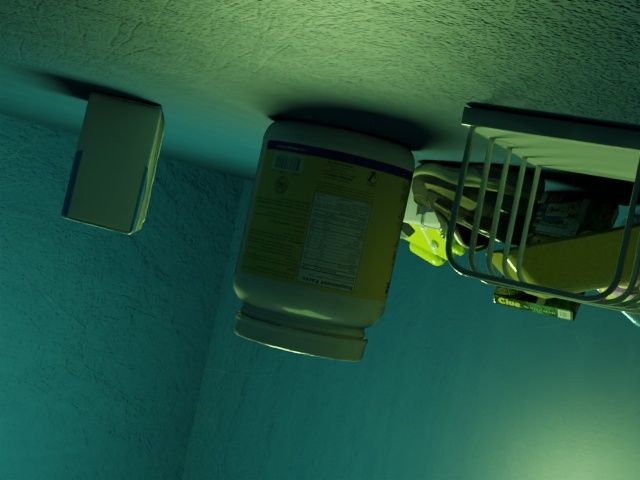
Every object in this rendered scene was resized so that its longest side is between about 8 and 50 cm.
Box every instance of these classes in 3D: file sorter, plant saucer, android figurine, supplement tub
[{"bbox_3d":[0.271,-0.023,1.162,0.192,0.173,0.277,12,180,27],"label":"file sorter"},{"bbox_3d":[0.427,0.024,1.619,0.332,0.081,0.333,-10,178,5],"label":"plant saucer"},{"bbox_3d":[0.203,-0.045,2.294,0.272,0.056,0.248,32,160,46],"label":"android figurine"},{"bbox_3d":[0.000,0.000,1.658,0.240,0.332,0.241,12,-179,0],"label":"supplement tub"}]

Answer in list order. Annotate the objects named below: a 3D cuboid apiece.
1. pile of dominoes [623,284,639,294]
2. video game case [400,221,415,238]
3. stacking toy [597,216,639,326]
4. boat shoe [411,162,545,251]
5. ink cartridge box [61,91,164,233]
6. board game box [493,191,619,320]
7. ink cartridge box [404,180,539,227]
[{"bbox_3d":[0.624,0.031,1.712,0.195,0.040,0.251,-2,162,-34],"label":"pile of dominoes"},{"bbox_3d":[0.101,-0.079,2.272,0.196,0.026,0.274,47,174,-3],"label":"video game case"},{"bbox_3d":[0.542,0.050,1.904,0.175,0.166,0.302,45,-163,20],"label":"stacking toy"},{"bbox_3d":[0.233,-0.052,1.763,0.132,0.130,0.355,13,179,-16],"label":"boat shoe"},{"bbox_3d":[-0.368,-0.135,1.961,0.128,0.223,0.307,13,180,-7],"label":"ink cartridge box"},{"bbox_3d":[0.398,0.021,1.813,0.136,0.260,0.030,13,139,24],"label":"board game box"},{"bbox_3d":[0.283,-0.059,2.051,0.171,0.100,0.237,13,180,-19],"label":"ink cartridge box"}]
